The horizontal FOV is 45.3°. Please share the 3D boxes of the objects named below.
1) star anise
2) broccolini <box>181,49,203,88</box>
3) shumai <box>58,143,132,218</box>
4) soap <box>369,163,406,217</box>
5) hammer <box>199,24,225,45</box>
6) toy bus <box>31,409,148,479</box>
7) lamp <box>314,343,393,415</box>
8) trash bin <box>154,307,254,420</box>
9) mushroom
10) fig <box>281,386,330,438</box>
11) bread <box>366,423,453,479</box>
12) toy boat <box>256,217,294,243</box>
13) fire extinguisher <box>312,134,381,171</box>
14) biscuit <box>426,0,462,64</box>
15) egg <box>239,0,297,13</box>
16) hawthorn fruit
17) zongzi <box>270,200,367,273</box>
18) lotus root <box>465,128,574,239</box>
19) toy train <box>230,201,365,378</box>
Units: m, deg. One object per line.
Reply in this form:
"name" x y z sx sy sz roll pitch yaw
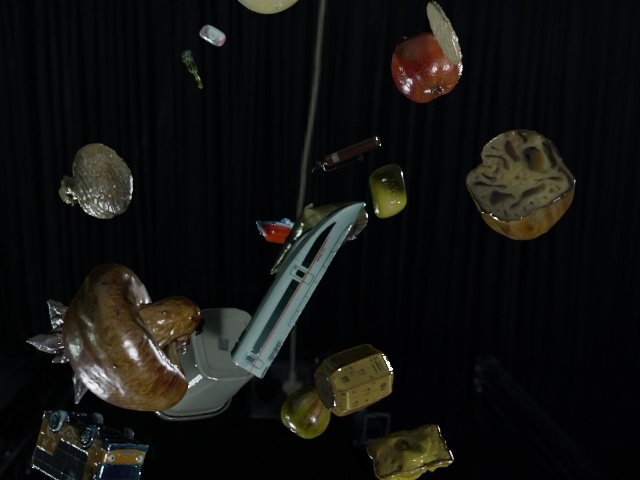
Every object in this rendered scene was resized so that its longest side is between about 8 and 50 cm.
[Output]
"star anise" -0.625 0.282 2.041 0.108 0.315 0.315 -37 171 36
"broccolini" -0.328 -0.443 1.981 0.030 0.035 0.140 -14 157 2
"shumai" -0.617 -0.150 2.111 0.161 0.209 0.153 -25 179 -43
"soap" 0.162 -0.116 1.822 0.089 0.140 0.045 -23 -144 -12
"hammer" -0.217 -0.419 1.573 0.053 0.031 0.083 32 -169 -5
"toy bus" -0.656 0.604 2.168 0.324 0.194 0.162 11 173 39
"lamp" 0.086 0.359 1.978 0.185 0.161 0.161 -13 -157 -28
"trash bin" -0.272 0.286 1.815 0.220 0.219 0.250 -1 155 -34
"mushroom" -0.322 0.174 1.336 0.263 0.195 0.283 59 -158 19
"fig" -0.022 0.485 2.236 0.148 0.186 0.142 37 177 -11
"bread" 0.261 0.635 2.260 0.233 0.088 0.160 -9 -154 -6
"toy boat" -0.125 -0.032 2.253 0.069 0.058 0.173 -32 156 30
"fire extinguisher" 0.063 -0.194 1.760 0.173 0.035 0.049 -18 156 30
"biscuit" 0.215 -0.362 1.339 0.015 0.120 0.120 -27 -161 2
"egg" -0.081 -0.470 1.245 0.164 0.201 0.164 10 -141 -8
"hawthorn fruit" 0.269 -0.469 2.023 0.179 0.179 0.200 -6 -122 -26
"zongzi" 0.000 0.000 2.014 0.221 0.242 0.112 -12 -122 -42
"lotus root" 0.397 -0.097 1.546 0.188 0.180 0.199 -24 -118 5
"toy train" -0.046 0.080 1.547 0.088 0.406 0.086 31 -177 2
